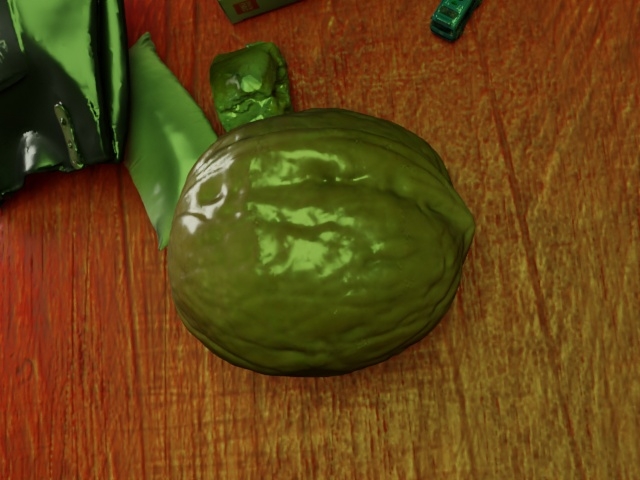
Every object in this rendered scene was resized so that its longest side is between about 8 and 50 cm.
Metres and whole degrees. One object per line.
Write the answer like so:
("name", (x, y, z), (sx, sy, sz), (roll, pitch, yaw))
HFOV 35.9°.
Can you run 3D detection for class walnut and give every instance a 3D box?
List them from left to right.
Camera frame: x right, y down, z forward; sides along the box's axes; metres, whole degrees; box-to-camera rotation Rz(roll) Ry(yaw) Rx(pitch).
("walnut", (0.000, 0.000, 1.066), (0.333, 0.333, 0.332), (-2, 79, 9))

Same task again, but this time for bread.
("bread", (-0.090, -0.185, 1.204), (0.103, 0.110, 0.156), (-22, 76, 10))

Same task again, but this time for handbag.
("handbag", (-0.370, -0.196, 1.208), (0.342, 0.152, 0.287), (-18, 84, 31))

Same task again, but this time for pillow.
("pillow", (-0.207, -0.125, 1.224), (0.144, 0.078, 0.254), (-38, 75, 7))

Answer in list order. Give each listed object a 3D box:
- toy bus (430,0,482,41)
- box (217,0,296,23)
("toy bus", (0.169, -0.289, 1.212), (0.038, 0.046, 0.083), (30, 84, 13))
("box", (-0.095, -0.426, 1.263), (0.135, 0.079, 0.269), (-18, 77, 4))
